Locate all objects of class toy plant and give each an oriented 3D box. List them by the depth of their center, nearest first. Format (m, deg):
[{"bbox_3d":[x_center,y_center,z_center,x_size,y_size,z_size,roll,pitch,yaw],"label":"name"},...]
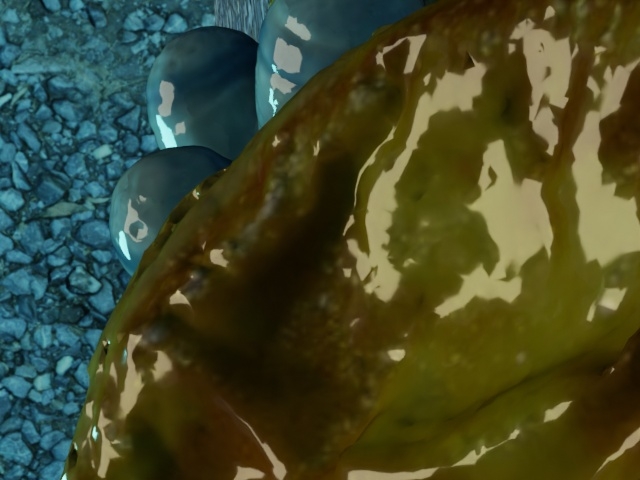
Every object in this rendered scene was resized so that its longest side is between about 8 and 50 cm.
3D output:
[{"bbox_3d":[0.000,0.000,0.908,0.247,0.247,0.332,-103,13,-49],"label":"toy plant"}]

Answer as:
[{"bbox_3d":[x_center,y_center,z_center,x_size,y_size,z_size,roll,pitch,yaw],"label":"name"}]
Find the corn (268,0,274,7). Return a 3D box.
[{"bbox_3d":[-0.007,-0.184,1.428,0.203,0.072,0.072,-118,24,-75],"label":"corn"}]

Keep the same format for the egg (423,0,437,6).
[{"bbox_3d":[0.040,-0.115,1.023,0.085,0.085,0.110,-110,10,-65],"label":"egg"}]

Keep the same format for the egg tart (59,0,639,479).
[{"bbox_3d":[0.055,0.071,0.472,0.132,0.341,0.341,35,-151,-36],"label":"egg tart"}]
